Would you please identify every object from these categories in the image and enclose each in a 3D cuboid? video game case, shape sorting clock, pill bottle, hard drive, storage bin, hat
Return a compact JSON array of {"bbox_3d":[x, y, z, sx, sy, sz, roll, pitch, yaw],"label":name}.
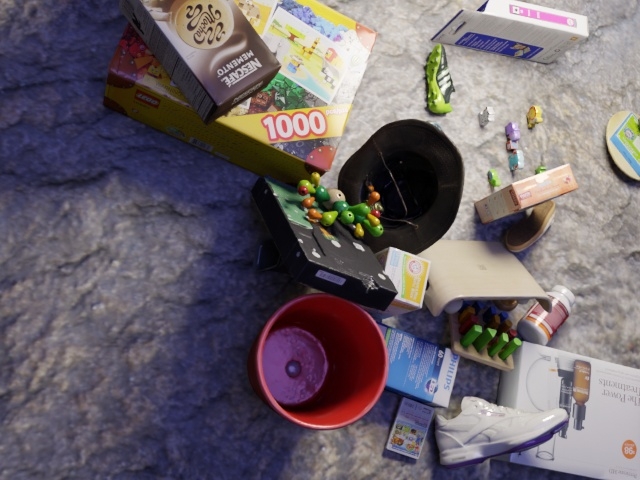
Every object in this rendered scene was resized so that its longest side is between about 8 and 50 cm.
[{"bbox_3d":[0.205,0.429,1.749,0.087,0.011,0.122,23,80,-19],"label":"video game case"},{"bbox_3d":[0.873,-0.263,2.132,0.206,0.040,0.206,11,67,-27],"label":"shape sorting clock"},{"bbox_3d":[0.565,0.185,1.902,0.152,0.086,0.086,-43,95,-22],"label":"pill bottle"},{"bbox_3d":[0.000,0.000,1.606,0.236,0.339,0.064,21,115,-34],"label":"hard drive"},{"bbox_3d":[-0.078,0.028,1.689,0.091,0.135,0.098,15,73,-28],"label":"storage bin"},{"bbox_3d":[0.205,-0.110,1.770,0.134,0.331,0.332,5,74,-56],"label":"hat"}]

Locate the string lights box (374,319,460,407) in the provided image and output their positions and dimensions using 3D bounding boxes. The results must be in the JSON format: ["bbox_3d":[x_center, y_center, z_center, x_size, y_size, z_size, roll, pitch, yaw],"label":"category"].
[{"bbox_3d":[0.181,0.280,1.749,0.259,0.076,0.134,23,72,-14],"label":"string lights box"}]

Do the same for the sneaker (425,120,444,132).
[{"bbox_3d":[0.297,-0.174,1.862,0.104,0.125,0.262,-2,79,-21],"label":"sneaker"}]

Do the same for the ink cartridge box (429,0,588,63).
[{"bbox_3d":[0.487,-0.547,1.982,0.370,0.175,0.069,4,77,-19],"label":"ink cartridge box"}]

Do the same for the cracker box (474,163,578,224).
[{"bbox_3d":[0.491,-0.107,1.848,0.155,0.232,0.067,-19,85,-12],"label":"cracker box"}]

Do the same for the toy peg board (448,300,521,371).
[{"bbox_3d":[0.393,0.204,1.803,0.161,0.079,0.161,20,43,-15],"label":"toy peg board"}]

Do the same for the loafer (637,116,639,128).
[{"bbox_3d":[0.977,-0.352,2.148,0.251,0.094,0.087,-26,83,-37],"label":"loafer"}]

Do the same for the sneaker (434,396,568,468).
[{"bbox_3d":[0.397,0.409,1.719,0.305,0.114,0.152,-20,67,15],"label":"sneaker"}]

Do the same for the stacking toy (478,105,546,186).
[{"bbox_3d":[0.509,-0.245,1.993,0.166,0.052,0.221,-2,80,-20],"label":"stacking toy"}]

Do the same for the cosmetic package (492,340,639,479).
[{"bbox_3d":[0.614,0.424,1.866,0.377,0.097,0.285,14,77,-16],"label":"cosmetic package"}]

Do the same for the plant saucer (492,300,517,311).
[{"bbox_3d":[0.467,0.136,1.916,0.083,0.015,0.084,4,77,-19],"label":"plant saucer"}]

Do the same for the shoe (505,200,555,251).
[{"bbox_3d":[0.538,-0.026,1.933,0.219,0.076,0.058,-40,129,-36],"label":"shoe"}]

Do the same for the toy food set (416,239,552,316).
[{"bbox_3d":[0.367,0.099,1.808,0.305,0.093,0.220,2,34,-20],"label":"toy food set"}]

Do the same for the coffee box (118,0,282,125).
[{"bbox_3d":[-0.238,-0.403,1.513,0.168,0.119,0.297,-38,93,-23],"label":"coffee box"}]

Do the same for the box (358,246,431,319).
[{"bbox_3d":[0.148,0.099,1.708,0.103,0.203,0.114,19,73,-15],"label":"box"}]

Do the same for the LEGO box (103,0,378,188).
[{"bbox_3d":[-0.174,-0.385,1.702,0.499,0.193,0.373,23,72,-14],"label":"LEGO box"}]

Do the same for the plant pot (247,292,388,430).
[{"bbox_3d":[-0.030,0.257,1.589,0.274,0.243,0.275,4,76,-19],"label":"plant pot"}]

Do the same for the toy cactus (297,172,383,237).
[{"bbox_3d":[0.038,-0.085,1.648,0.218,0.180,0.112,18,104,-18],"label":"toy cactus"}]

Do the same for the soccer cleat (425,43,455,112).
[{"bbox_3d":[0.310,-0.411,1.959,0.072,0.060,0.179,6,83,-28],"label":"soccer cleat"}]
